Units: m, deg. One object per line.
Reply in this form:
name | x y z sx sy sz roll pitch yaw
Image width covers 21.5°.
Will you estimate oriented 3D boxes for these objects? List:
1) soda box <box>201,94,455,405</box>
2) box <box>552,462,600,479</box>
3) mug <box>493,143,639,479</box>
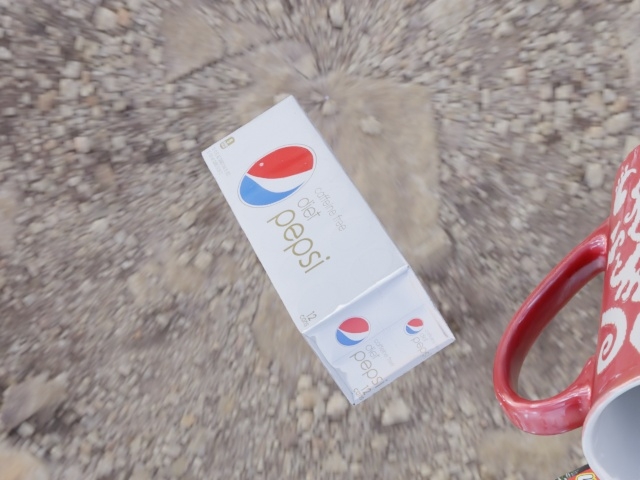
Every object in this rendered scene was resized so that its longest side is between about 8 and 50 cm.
soda box | 0.000 0.000 1.021 0.074 0.216 0.069 -33 128 1
box | 0.154 0.262 1.070 0.159 0.233 0.044 -29 128 11
mug | 0.168 0.028 0.809 0.150 0.169 0.113 12 138 -1
